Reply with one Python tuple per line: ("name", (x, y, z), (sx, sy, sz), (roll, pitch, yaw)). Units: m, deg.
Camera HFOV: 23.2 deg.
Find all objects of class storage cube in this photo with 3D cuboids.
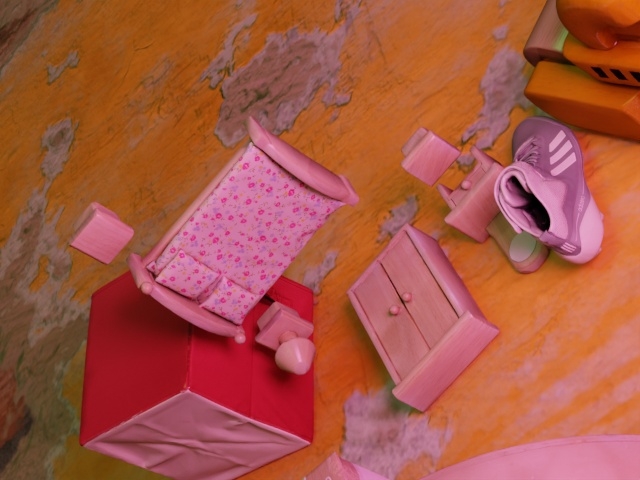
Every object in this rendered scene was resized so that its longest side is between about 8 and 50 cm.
("storage cube", (-0.133, 0.139, 1.711), (0.215, 0.184, 0.193), (-30, 46, 36))

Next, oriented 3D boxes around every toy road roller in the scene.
("toy road roller", (0.286, -0.220, 1.379), (0.329, 0.241, 0.202), (19, 81, 55))

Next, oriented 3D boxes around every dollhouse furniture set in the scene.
("dollhouse furniture set", (0.000, 0.000, 1.487), (0.303, 0.355, 0.174), (-49, 37, 16))

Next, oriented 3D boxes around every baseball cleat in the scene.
("baseball cleat", (0.207, -0.066, 1.486), (0.072, 0.109, 0.206), (-50, 34, 24))

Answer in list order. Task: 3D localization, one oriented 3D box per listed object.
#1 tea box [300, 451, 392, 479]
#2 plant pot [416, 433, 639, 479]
("tea box", (0.014, 0.418, 1.290), (0.323, 0.220, 0.329), (-44, 38, 22))
("plant pot", (0.165, 0.319, 0.939), (0.323, 0.323, 0.280), (-39, 40, 29))
